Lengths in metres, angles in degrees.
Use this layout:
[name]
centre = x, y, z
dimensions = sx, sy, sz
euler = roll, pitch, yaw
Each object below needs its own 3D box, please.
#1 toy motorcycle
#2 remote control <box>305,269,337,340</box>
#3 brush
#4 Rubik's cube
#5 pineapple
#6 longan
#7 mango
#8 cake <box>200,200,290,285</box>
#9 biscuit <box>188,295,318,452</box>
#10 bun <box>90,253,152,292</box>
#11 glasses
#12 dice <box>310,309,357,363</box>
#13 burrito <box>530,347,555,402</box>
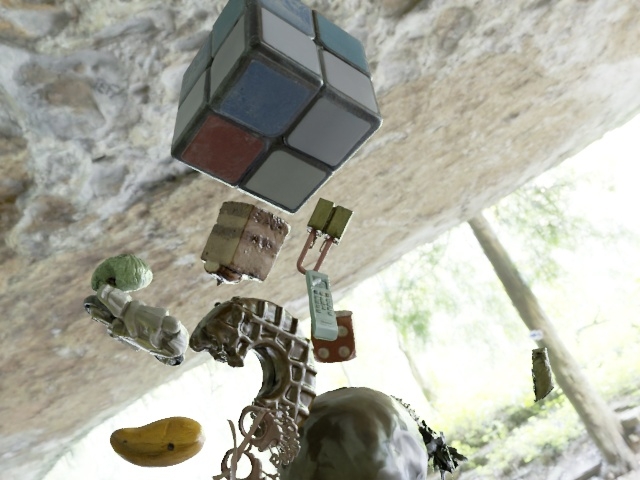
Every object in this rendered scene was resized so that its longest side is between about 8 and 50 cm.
[toy motorcycle]
centre = -0.488, 0.240, 1.675
dimensions = 0.341, 0.107, 0.223
euler = 40, -44, -23
[remote control]
centre = -0.001, 0.141, 1.318
dimensions = 0.061, 0.162, 0.029
euler = 20, -45, -33
[brush]
centre = 0.000, 0.000, 1.630
dimensions = 0.047, 0.103, 0.233
euler = 102, -169, -61
[Rubik's cube]
centre = -0.099, -0.301, 1.264
dimensions = 0.316, 0.318, 0.313
euler = 25, -51, -28
[pineapple]
centre = 0.325, 0.640, 1.938
dimensions = 0.165, 0.365, 0.165
euler = -53, 8, 11
[longan]
centre = 0.073, 0.602, 1.627
dimensions = 0.436, 0.404, 0.404
euler = -25, -17, -50
[mango]
centre = -0.512, 0.645, 1.914
dimensions = 0.295, 0.177, 0.120
euler = -4, -65, -21
[cake]
centre = -0.256, 0.030, 2.007
dimensions = 0.199, 0.196, 0.292
euler = 31, -104, -44
[biscuit]
centre = -0.136, 0.293, 1.444
dimensions = 0.115, 0.366, 0.268
euler = -17, 13, 43
[bun]
centre = -0.701, 0.113, 2.110
dimensions = 0.213, 0.126, 0.204
euler = -8, 5, -4
[glasses]
centre = -0.138, 0.461, 1.284
dimensions = 0.095, 0.162, 0.255
euler = -7, -61, -69
[dice]
centre = 0.048, 0.359, 2.279
dimensions = 0.174, 0.179, 0.175
euler = -7, 7, 6
[burrito]
centre = 0.577, 0.351, 1.571
dimensions = 0.055, 0.149, 0.041
euler = -4, 2, 34
